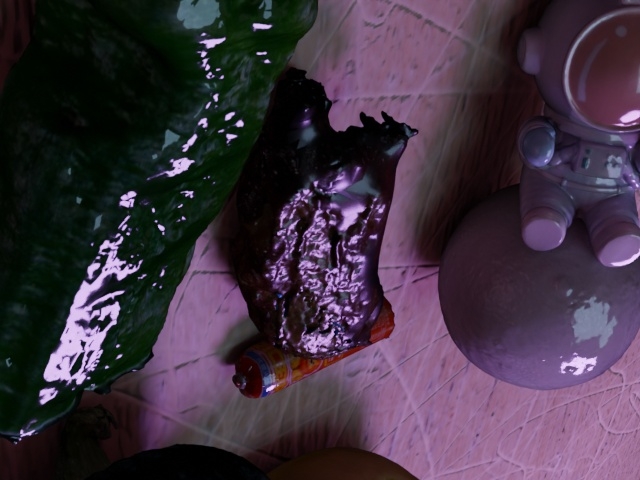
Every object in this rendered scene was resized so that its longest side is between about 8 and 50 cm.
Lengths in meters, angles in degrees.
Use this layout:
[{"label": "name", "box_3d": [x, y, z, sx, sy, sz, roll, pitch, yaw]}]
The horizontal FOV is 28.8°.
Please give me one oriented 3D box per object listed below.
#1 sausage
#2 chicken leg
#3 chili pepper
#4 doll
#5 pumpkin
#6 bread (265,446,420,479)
[{"label": "sausage", "box_3d": [-0.007, 0.067, 0.785, 0.129, 0.034, 0.034, -22, 139, -41]}, {"label": "chicken leg", "box_3d": [0.000, 0.000, 0.688, 0.105, 0.063, 0.234, -14, 137, -18]}, {"label": "chili pepper", "box_3d": [-0.078, -0.046, 0.500, 0.136, 0.099, 0.270, -7, 133, -40]}, {"label": "doll", "box_3d": [0.168, -0.043, 0.814, 0.151, 0.151, 0.287, -18, 130, -44]}, {"label": "pumpkin", "box_3d": [-0.102, 0.182, 0.664, 0.194, 0.150, 0.194, -24, 140, -22]}, {"label": "bread", "box_3d": [-0.013, 0.303, 0.906, 0.333, 0.160, 0.333, -36, 148, -28]}]
